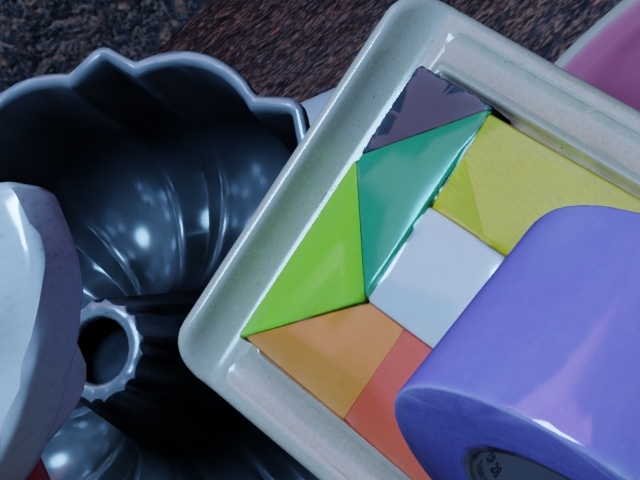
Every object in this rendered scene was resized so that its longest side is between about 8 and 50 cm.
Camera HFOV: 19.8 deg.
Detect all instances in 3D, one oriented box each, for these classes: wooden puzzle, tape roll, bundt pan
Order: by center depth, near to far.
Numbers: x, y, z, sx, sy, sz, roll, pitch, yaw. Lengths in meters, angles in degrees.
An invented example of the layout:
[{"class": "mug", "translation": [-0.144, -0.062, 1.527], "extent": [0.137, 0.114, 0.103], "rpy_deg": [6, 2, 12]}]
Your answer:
[{"class": "tape roll", "translation": [0.122, 0.080, 0.603], "extent": [0.080, 0.189, 0.189], "rpy_deg": [-50, 18, -15]}, {"class": "wooden puzzle", "translation": [0.063, 0.021, 0.831], "extent": [0.238, 0.044, 0.221], "rpy_deg": [35, 93, 35]}, {"class": "bundt pan", "translation": [-0.088, 0.069, 1.001], "extent": [0.331, 0.331, 0.124], "rpy_deg": [-41, -27, 13]}]

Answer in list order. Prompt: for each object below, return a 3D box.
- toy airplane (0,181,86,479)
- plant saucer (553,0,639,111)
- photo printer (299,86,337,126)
[{"class": "toy airplane", "translation": [-0.070, 0.166, 0.544], "extent": [0.272, 0.384, 0.386], "rpy_deg": [-13, 33, 37]}, {"class": "plant saucer", "translation": [0.191, -0.056, 0.938], "extent": [0.332, 0.084, 0.332], "rpy_deg": [-40, 17, 15]}, {"class": "photo printer", "translation": [0.000, 0.000, 1.203], "extent": [0.307, 0.107, 0.256], "rpy_deg": [-19, 32, 54]}]
